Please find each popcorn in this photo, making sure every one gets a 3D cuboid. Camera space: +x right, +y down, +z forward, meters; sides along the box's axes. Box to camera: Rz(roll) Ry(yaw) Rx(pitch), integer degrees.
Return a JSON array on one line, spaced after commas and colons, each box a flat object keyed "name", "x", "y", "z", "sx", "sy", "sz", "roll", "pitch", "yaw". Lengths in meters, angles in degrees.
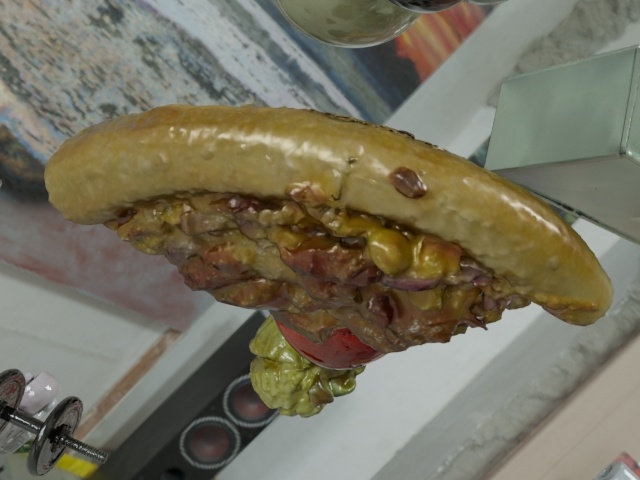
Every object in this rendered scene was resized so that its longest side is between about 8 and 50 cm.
[{"name": "popcorn", "x": -0.026, "y": 0.237, "z": 1.482, "sx": 0.224, "sy": 0.258, "sz": 0.270, "roll": 29, "pitch": 39, "yaw": -21}]

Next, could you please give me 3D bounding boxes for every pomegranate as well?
[{"name": "pomegranate", "x": 0.022, "y": 0.057, "z": 0.952, "sx": 0.235, "sy": 0.210, "sz": 0.210, "roll": 44, "pitch": 5, "yaw": 26}]

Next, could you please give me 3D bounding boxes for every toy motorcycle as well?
[{"name": "toy motorcycle", "x": -0.537, "y": 0.311, "z": 1.170, "sx": 0.112, "sy": 0.254, "sz": 0.112, "roll": 50, "pitch": 2, "yaw": -2}]

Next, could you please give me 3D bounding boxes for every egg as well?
[{"name": "egg", "x": 0.050, "y": -0.409, "z": 1.103, "sx": 0.269, "sy": 0.219, "sz": 0.219, "roll": -13, "pitch": 46, "yaw": -35}]

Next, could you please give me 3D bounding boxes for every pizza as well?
[{"name": "pizza", "x": 0.000, "y": 0.000, "z": 0.533, "sx": 0.409, "sy": 0.113, "sz": 0.277, "roll": 17, "pitch": -24, "yaw": -2}]

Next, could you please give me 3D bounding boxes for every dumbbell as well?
[{"name": "dumbbell", "x": -0.240, "y": 0.148, "z": 0.583, "sx": 0.147, "sy": 0.069, "sz": 0.069, "roll": 22, "pitch": 4, "yaw": 5}]

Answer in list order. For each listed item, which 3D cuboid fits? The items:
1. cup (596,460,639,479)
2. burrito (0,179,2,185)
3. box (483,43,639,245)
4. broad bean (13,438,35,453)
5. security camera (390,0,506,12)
[{"name": "cup", "x": 0.174, "y": 0.306, "z": 0.599, "sx": 0.173, "sy": 0.300, "sz": 0.167, "roll": 45, "pitch": -17, "yaw": 7}, {"name": "burrito", "x": -0.680, "y": -0.026, "z": 1.141, "sx": 0.332, "sy": 0.190, "sz": 0.135, "roll": -40, "pitch": 125, "yaw": -65}, {"name": "box", "x": 0.265, "y": -0.064, "z": 0.585, "sx": 0.225, "sy": 0.086, "sz": 0.129, "roll": 20, "pitch": -11, "yaw": -32}, {"name": "broad bean", "x": -0.745, "y": 0.460, "z": 1.661, "sx": 0.213, "sy": 0.070, "sz": 0.048, "roll": 43, "pitch": 16, "yaw": -53}, {"name": "security camera", "x": 0.196, "y": -0.383, "z": 0.885, "sx": 0.277, "sy": 0.191, "sz": 0.196, "roll": -15, "pitch": 91, "yaw": -41}]
